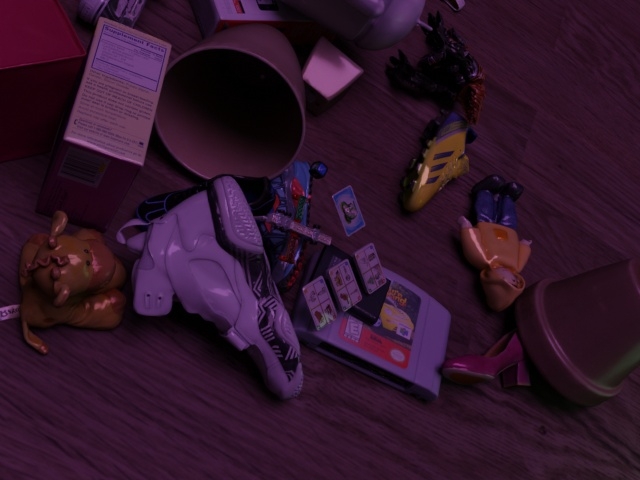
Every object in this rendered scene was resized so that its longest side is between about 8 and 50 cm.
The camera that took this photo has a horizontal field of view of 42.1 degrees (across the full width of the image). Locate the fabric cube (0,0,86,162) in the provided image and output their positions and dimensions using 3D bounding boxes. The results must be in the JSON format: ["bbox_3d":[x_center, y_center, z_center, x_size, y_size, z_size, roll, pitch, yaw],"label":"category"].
[{"bbox_3d":[-0.533,-0.276,1.212,0.254,0.258,0.259,-19,74,-35],"label":"fabric cube"}]

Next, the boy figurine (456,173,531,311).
[{"bbox_3d":[0.350,0.005,1.666,0.177,0.092,0.285,23,51,-19],"label":"boy figurine"}]

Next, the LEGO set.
[{"bbox_3d":[0.000,0.000,1.376,0.182,0.060,0.244,-32,108,-38],"label":"LEGO set"}]

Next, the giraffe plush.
[{"bbox_3d":[-0.361,0.045,1.183,0.210,0.170,0.181,-30,81,-38],"label":"giraffe plush"}]

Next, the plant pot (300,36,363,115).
[{"bbox_3d":[0.001,-0.313,1.642,0.109,0.109,0.096,39,65,-5],"label":"plant pot"}]

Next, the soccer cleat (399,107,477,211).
[{"bbox_3d":[0.249,-0.156,1.695,0.121,0.093,0.289,33,51,-6],"label":"soccer cleat"}]

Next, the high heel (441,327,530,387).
[{"bbox_3d":[0.303,0.202,1.515,0.244,0.082,0.117,11,68,-35],"label":"high heel"}]

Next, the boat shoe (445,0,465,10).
[{"bbox_3d":[0.308,-0.598,2.019,0.100,0.035,0.035,49,48,-5],"label":"boat shoe"}]

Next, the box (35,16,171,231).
[{"bbox_3d":[-0.338,-0.176,1.293,0.117,0.213,0.243,19,56,-20],"label":"box"}]

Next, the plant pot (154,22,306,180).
[{"bbox_3d":[-0.131,-0.273,1.471,0.256,0.256,0.274,31,34,-11],"label":"plant pot"}]

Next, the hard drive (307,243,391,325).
[{"bbox_3d":[0.052,0.074,1.433,0.135,0.022,0.094,31,52,-10],"label":"hard drive"}]

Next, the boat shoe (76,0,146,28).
[{"bbox_3d":[-0.333,-0.507,1.563,0.119,0.121,0.335,34,63,-19],"label":"boat shoe"}]

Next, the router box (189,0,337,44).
[{"bbox_3d":[-0.137,-0.559,1.710,0.301,0.082,0.335,-8,68,-33],"label":"router box"}]

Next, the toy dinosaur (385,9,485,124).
[{"bbox_3d":[0.288,-0.372,1.792,0.218,0.164,0.322,22,17,-32],"label":"toy dinosaur"}]

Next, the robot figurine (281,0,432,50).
[{"bbox_3d":[0.057,-0.502,1.608,0.353,0.200,0.300,28,26,-14],"label":"robot figurine"}]

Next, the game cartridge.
[{"bbox_3d":[0.096,0.140,1.469,0.294,0.060,0.196,27,50,-15],"label":"game cartridge"}]

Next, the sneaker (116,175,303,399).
[{"bbox_3d":[-0.166,0.100,1.286,0.210,0.137,0.366,-20,103,-5],"label":"sneaker"}]

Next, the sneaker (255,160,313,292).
[{"bbox_3d":[-0.084,-0.026,1.448,0.125,0.104,0.262,7,56,-5],"label":"sneaker"}]

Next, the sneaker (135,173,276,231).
[{"bbox_3d":[-0.189,-0.066,1.355,0.232,0.090,0.081,-8,62,-8],"label":"sneaker"}]

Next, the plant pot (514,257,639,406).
[{"bbox_3d":[0.536,0.148,1.565,0.263,0.229,0.263,28,40,-27],"label":"plant pot"}]
